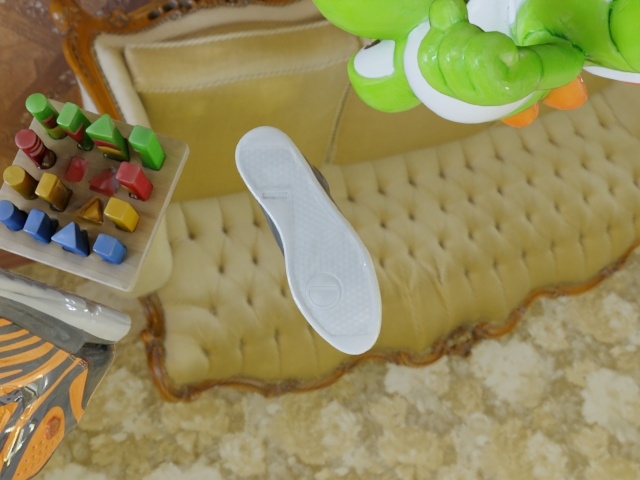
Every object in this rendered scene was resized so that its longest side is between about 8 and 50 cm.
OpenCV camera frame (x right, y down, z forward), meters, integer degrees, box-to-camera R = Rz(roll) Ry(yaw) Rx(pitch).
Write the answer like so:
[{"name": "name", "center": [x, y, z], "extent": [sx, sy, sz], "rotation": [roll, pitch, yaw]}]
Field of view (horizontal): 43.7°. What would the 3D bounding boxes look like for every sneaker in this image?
[{"name": "sneaker", "center": [0.000, 0.000, 1.001], "extent": [0.105, 0.295, 0.147], "rotation": [-29, 172, 8]}, {"name": "sneaker", "center": [-0.276, 0.103, 0.587], "extent": [0.321, 0.125, 0.180], "rotation": [33, 75, -56]}]

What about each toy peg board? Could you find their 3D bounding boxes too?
[{"name": "toy peg board", "center": [-0.234, -0.056, 0.768], "extent": [0.079, 0.161, 0.160], "rotation": [85, 23, -74]}]

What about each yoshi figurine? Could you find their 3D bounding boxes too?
[{"name": "yoshi figurine", "center": [0.110, -0.159, 0.418], "extent": [0.204, 0.203, 0.362], "rotation": [-16, -174, -35]}]
